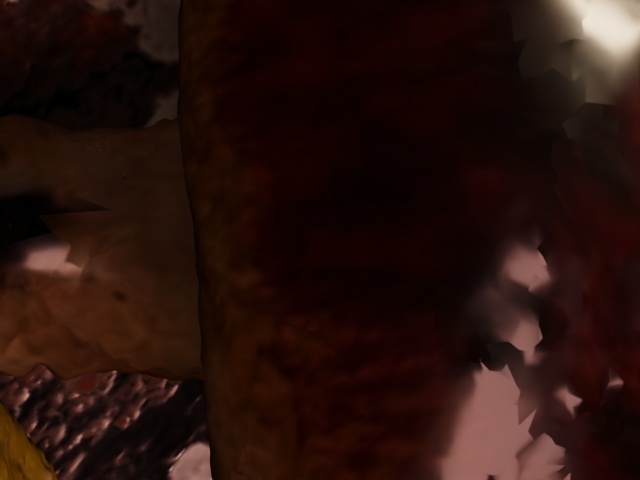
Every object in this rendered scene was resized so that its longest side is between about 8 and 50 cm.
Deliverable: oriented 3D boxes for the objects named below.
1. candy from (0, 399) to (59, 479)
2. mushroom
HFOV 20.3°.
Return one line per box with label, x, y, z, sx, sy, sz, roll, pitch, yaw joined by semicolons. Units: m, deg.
candy;-0.145;0.124;0.721;0.106;0.094;0.199;-65;147;-26
mushroom;0.013;0.017;0.632;0.356;0.331;0.334;-28;172;21
